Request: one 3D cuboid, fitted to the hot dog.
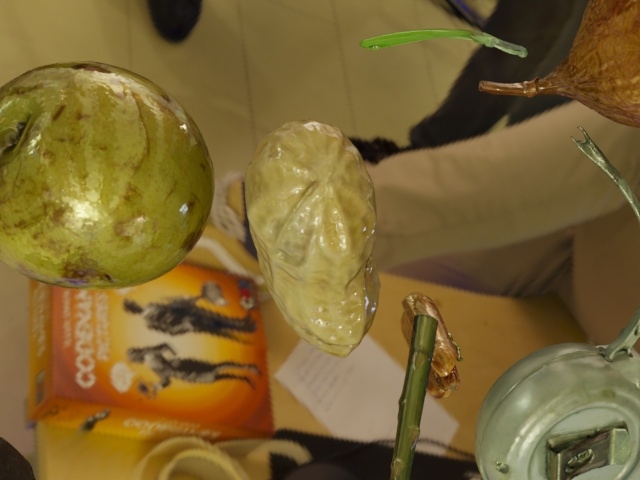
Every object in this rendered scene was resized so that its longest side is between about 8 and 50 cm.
[{"bbox_3d":[0.173,0.162,1.824,0.062,0.092,0.235,-1,32,-11],"label":"hot dog"}]

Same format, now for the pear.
[{"bbox_3d":[-0.259,-0.067,1.339,0.284,0.283,0.283,23,46,-26],"label":"pear"}]

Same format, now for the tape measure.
[{"bbox_3d":[0.194,0.084,0.918,0.164,0.330,0.084,-19,31,-16],"label":"tape measure"}]

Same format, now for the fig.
[{"bbox_3d":[0.241,-0.139,0.981,0.134,0.201,0.146,4,63,-62],"label":"fig"}]

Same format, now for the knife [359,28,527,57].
[{"bbox_3d":[0.110,-0.187,1.113,0.078,0.166,0.022,11,89,-52],"label":"knife"}]

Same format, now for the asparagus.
[{"bbox_3d":[0.046,0.096,0.616,0.015,0.018,0.127,13,60,-3],"label":"asparagus"}]

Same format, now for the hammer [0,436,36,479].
[{"bbox_3d":[-0.361,0.384,1.260,0.408,0.095,0.242,-106,172,-48],"label":"hammer"}]

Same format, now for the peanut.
[{"bbox_3d":[-0.004,-0.003,1.486,0.174,0.340,0.158,23,55,23],"label":"peanut"}]
